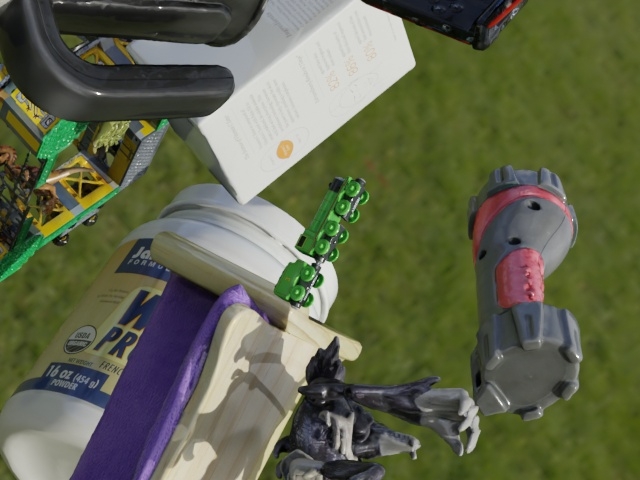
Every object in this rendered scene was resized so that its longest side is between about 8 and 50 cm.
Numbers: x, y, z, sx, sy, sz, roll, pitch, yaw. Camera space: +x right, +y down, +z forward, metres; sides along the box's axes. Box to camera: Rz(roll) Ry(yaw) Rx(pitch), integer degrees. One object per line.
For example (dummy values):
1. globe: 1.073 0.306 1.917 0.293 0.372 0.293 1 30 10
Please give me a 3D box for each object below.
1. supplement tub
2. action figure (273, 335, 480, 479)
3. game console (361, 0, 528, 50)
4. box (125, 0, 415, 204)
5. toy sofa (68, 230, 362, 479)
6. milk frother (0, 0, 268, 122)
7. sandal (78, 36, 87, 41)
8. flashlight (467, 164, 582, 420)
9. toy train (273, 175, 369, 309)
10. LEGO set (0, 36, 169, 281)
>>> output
1. supplement tub: -0.139 0.122 1.832 0.228 0.228 0.316 43 57 -17
2. action figure: 0.031 0.173 1.316 0.141 0.164 0.275 10 19 3
3. game console: 0.105 -0.177 1.036 0.124 0.085 0.144 24 46 20
4. box: -0.032 -0.132 1.366 0.091 0.170 0.130 48 -8 26
5. toy sofa: -0.139 0.183 1.455 0.150 0.362 0.177 26 -1 35
6. milk frother: -0.073 -0.132 0.791 0.135 0.143 0.129 -2 49 -37
7. sandal: -0.262 -0.322 1.970 0.054 0.097 0.254 -105 171 -65
8. flashlight: 0.182 0.038 1.656 0.103 0.103 0.304 8 26 -2
9. toy train: 0.000 0.000 1.074 0.024 0.083 0.017 22 -11 34
10. LEGO set: -0.242 -0.138 1.588 0.255 0.331 0.192 -39 81 -25
